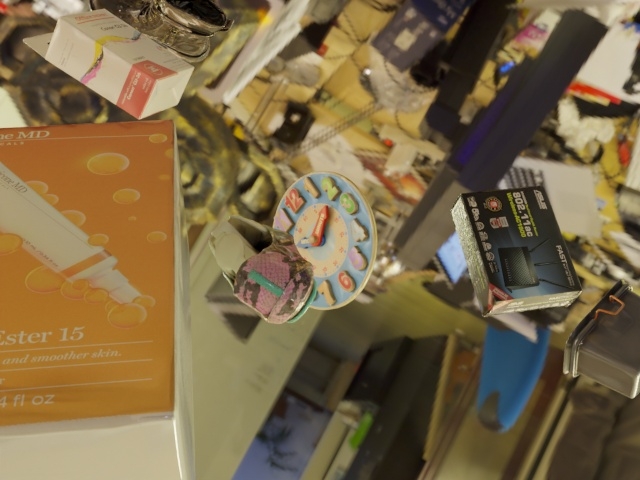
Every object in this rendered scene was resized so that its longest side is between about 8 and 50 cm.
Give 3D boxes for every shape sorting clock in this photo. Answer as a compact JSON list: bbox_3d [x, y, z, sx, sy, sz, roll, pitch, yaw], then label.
[{"bbox_3d":[0.000,0.000,1.276,0.040,0.206,0.206,3,-171,-45],"label":"shape sorting clock"}]

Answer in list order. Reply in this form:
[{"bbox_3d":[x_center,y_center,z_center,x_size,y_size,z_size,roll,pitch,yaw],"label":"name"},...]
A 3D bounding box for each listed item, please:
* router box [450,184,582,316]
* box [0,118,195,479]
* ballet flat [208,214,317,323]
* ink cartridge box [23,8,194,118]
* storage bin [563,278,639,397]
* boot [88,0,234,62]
[{"bbox_3d":[0.190,0.009,0.842,0.092,0.123,0.038,-6,154,-14],"label":"router box"},{"bbox_3d":[-0.208,0.067,0.652,0.214,0.345,0.168,-4,127,-7],"label":"box"},{"bbox_3d":[-0.060,0.017,0.758,0.079,0.077,0.221,37,179,-14],"label":"ballet flat"},{"bbox_3d":[-0.288,-0.253,1.173,0.198,0.067,0.115,33,-154,5],"label":"ink cartridge box"},{"bbox_3d":[0.379,0.122,1.069,0.091,0.135,0.098,30,146,35],"label":"storage bin"},{"bbox_3d":[-0.286,-0.417,1.535,0.262,0.091,0.229,22,171,-10],"label":"boot"}]
